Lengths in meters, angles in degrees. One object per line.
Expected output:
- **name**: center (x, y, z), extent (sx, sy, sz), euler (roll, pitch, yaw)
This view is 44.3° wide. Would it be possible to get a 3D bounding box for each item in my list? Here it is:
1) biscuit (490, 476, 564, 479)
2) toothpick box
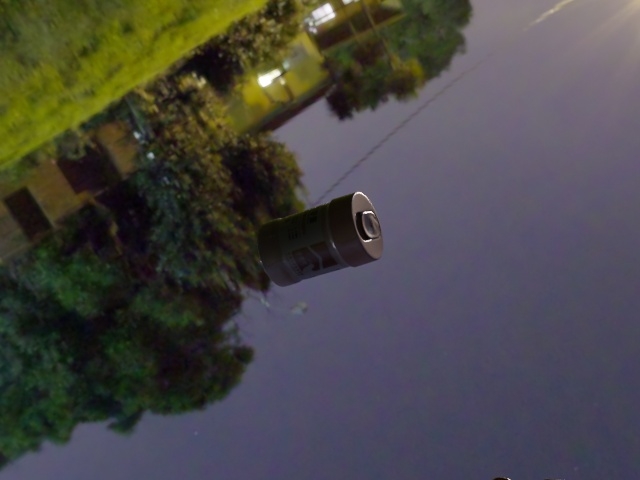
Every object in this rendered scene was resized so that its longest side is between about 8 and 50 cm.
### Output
- **biscuit**: center (0.339, 0.476, 1.287), extent (0.289, 0.044, 0.202), euler (6, -131, 32)
- **toothpick box**: center (0.000, 0.000, 1.089), extent (0.149, 0.098, 0.098), euler (-17, -160, 25)
